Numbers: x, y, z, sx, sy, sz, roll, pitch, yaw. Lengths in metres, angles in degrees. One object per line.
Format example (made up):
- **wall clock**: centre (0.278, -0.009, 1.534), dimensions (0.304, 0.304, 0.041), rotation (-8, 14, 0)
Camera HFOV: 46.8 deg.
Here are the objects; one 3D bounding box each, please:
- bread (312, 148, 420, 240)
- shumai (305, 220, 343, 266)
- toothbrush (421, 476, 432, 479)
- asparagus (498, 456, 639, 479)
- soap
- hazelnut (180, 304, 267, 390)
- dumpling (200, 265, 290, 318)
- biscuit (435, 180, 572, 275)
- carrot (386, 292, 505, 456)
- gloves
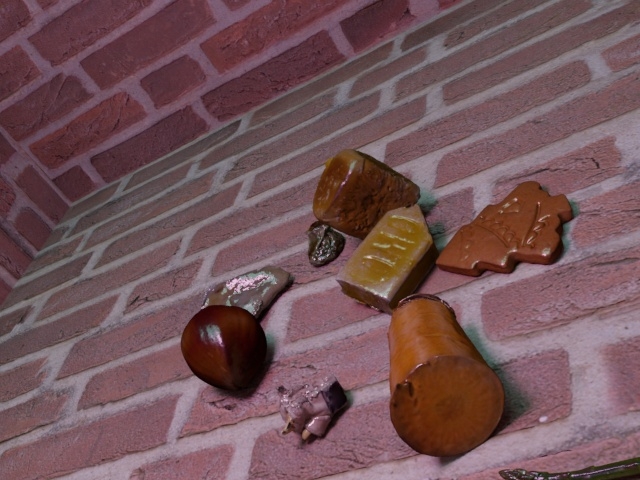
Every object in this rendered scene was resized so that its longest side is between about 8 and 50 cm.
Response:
- **bread**: centre (0.107, -0.103, 1.807), dimensions (0.196, 0.246, 0.176), rotation (-61, 30, 10)
- **shumai**: centre (0.001, 0.000, 1.931), dimensions (0.099, 0.087, 0.124), rotation (-18, 35, 29)
- **toothbrush**: centre (0.076, 0.509, 1.140), dimensions (0.342, 0.025, 0.030), rotation (-48, -4, -23)
- **asparagus**: centre (0.368, 0.338, 1.071), dimensions (0.236, 0.027, 0.034), rotation (-18, 53, 32)
- **soap**: centre (0.169, 0.034, 1.666), dimensions (0.160, 0.080, 0.257), rotation (20, 61, 36)
- **hazelnut**: centre (-0.217, 0.256, 1.693), dimensions (0.208, 0.208, 0.208), rotation (-27, 29, 17)
- **dumpling**: centre (-0.223, 0.188, 1.900), dimensions (0.166, 0.086, 0.332), rotation (26, 61, 23)
- **biscuit**: centre (0.382, -0.013, 1.568), dimensions (0.306, 0.043, 0.284), rotation (-27, 29, 18)
- **carrot**: centre (0.191, 0.225, 1.296), dimensions (0.196, 0.196, 0.254), rotation (-33, 21, 7)
- **gloves**: centre (-0.020, 0.323, 1.459), dimensions (0.144, 0.110, 0.094), rotation (-12, 15, -16)
